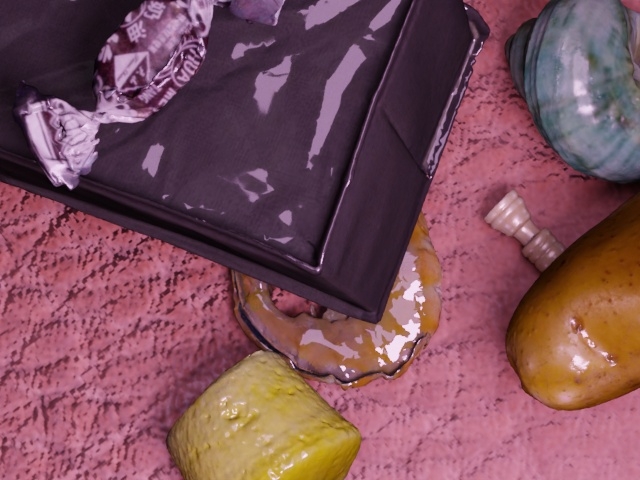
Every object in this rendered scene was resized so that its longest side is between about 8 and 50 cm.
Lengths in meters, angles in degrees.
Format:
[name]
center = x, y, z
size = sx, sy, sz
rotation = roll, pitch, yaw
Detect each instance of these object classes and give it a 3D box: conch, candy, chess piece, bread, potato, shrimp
[conch]
center = 0.237, -0.126, 1.194
size = 0.188, 0.122, 0.176
rotation = 42, 55, 8
[candy]
center = -0.105, -0.129, 0.970
size = 0.226, 0.051, 0.094
rotation = -44, 64, -2
[chess piece]
center = 0.175, 0.003, 1.197
size = 0.035, 0.035, 0.092
rotation = -43, 83, -13
[bread]
center = -0.043, 0.154, 1.108
size = 0.129, 0.111, 0.114
rotation = -36, 70, -16
[potato]
center = 0.302, 0.011, 1.109
size = 0.369, 0.176, 0.195
rotation = -30, 38, -5
[shrimp]
center = 0.000, 0.000, 1.183
size = 0.173, 0.058, 0.253
rotation = -25, 74, -1

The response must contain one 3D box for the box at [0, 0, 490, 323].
[box]
center = -0.084, -0.123, 1.094
size = 0.345, 0.204, 0.251
rotation = 19, 83, 14
